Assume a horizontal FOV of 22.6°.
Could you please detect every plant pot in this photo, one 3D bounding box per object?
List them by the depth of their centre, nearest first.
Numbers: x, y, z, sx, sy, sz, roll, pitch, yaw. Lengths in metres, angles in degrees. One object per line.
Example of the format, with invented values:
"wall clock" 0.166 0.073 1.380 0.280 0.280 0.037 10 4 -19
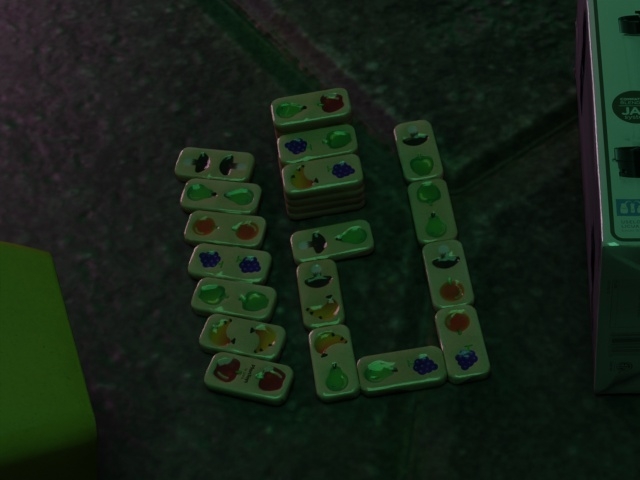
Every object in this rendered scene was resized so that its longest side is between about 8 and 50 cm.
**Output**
"plant pot" -0.240 0.115 0.970 0.187 0.212 0.212 -9 50 -16

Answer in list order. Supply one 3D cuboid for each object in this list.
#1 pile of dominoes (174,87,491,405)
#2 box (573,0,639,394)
"pile of dominoes" 0.000 0.000 1.122 0.196 0.040 0.251 -10 51 -1
"box" 0.219 -0.062 1.061 0.087 0.169 0.290 -2 51 6
